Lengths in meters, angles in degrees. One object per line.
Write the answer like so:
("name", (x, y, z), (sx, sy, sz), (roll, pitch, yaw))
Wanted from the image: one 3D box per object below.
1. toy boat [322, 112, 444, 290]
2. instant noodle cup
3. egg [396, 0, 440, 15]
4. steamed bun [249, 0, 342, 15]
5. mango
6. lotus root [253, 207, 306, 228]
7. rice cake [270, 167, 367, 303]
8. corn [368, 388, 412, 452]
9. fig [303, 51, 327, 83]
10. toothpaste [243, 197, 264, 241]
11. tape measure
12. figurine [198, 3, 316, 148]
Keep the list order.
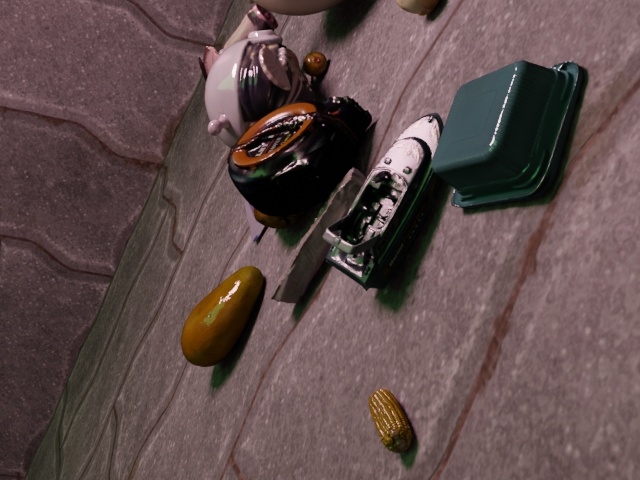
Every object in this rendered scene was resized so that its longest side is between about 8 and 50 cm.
("toy boat", (0.090, -0.053, 1.061), (0.093, 0.103, 0.246), (34, 97, 45))
("instant noodle cup", (0.192, -0.121, 0.911), (0.179, 0.070, 0.157), (-9, 60, 68))
("egg", (0.154, -0.388, 1.272), (0.083, 0.071, 0.071), (-63, 21, 6))
("steamed bun", (0.002, -0.605, 1.625), (0.374, 0.241, 0.374), (-56, 18, 30))
("mango", (-0.185, 0.144, 1.567), (0.227, 0.099, 0.136), (-52, 17, 17))
("lotus root", (-0.082, -0.065, 1.520), (0.108, 0.094, 0.191), (-43, 7, -18))
("rice cake", (0.000, 0.000, 1.296), (0.270, 0.055, 0.049), (-59, 7, 24))
("corn", (0.076, 0.198, 0.927), (0.037, 0.037, 0.092), (-63, 19, 15))
("fig", (-0.014, -0.352, 1.707), (0.083, 0.050, 0.050), (112, 172, -68))
("toothpaste", (-0.142, -0.156, 1.790), (0.125, 0.080, 0.371), (-56, 28, 29))
("tape measure", (-0.042, -0.135, 1.356), (0.223, 0.135, 0.202), (-3, 45, 40))
("figurine", (-0.130, -0.302, 1.701), (0.211, 0.253, 0.361), (-26, 33, 3))
